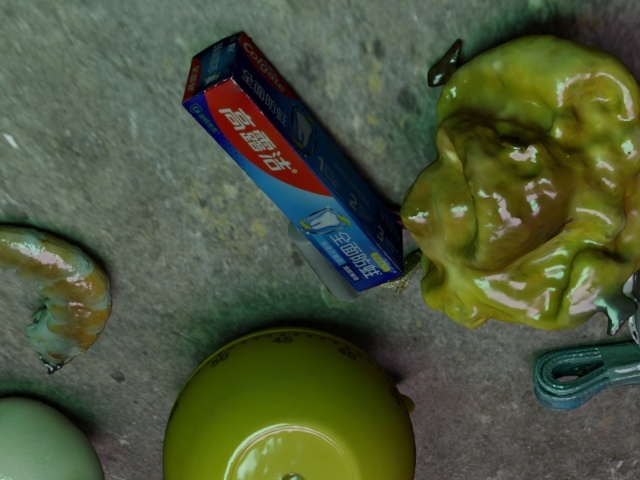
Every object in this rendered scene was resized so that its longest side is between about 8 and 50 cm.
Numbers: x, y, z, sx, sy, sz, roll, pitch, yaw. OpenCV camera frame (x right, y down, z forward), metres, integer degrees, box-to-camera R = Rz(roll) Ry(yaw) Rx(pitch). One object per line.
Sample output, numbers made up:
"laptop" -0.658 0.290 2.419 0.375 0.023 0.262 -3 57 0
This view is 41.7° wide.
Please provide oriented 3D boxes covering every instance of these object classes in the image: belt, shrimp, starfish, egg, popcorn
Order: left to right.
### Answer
"egg" -0.466 0.335 1.312 0.265 0.174 0.286 -2 166 -1
"shrimp" -0.360 0.056 1.035 0.185 0.068 0.287 -26 135 23
"starfish" 0.136 0.032 1.068 0.130 0.041 0.133 -21 166 26
"popcorn" 0.219 -0.026 0.834 0.297 0.281 0.316 -43 142 18
"belt" 0.471 0.194 1.258 0.303 0.087 0.072 -12 137 10

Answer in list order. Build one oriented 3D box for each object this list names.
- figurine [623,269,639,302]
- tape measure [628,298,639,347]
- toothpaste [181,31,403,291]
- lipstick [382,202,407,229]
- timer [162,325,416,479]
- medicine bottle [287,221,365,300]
"figurine" 0.456 0.042 0.984 0.276 0.161 0.158 23 118 21
"tape measure" 0.520 0.090 1.128 0.196 0.105 0.178 -6 149 5
"toothpaste" -0.015 -0.069 0.873 0.066 0.076 0.320 -22 132 26
"lipstick" 0.127 -0.019 1.012 0.177 0.027 0.027 14 139 -21
"timer" -0.040 0.285 1.174 0.377 0.375 0.387 -3 -175 -1
"medicine bottle" 0.000 0.000 1.001 0.058 0.057 0.199 -17 139 16
